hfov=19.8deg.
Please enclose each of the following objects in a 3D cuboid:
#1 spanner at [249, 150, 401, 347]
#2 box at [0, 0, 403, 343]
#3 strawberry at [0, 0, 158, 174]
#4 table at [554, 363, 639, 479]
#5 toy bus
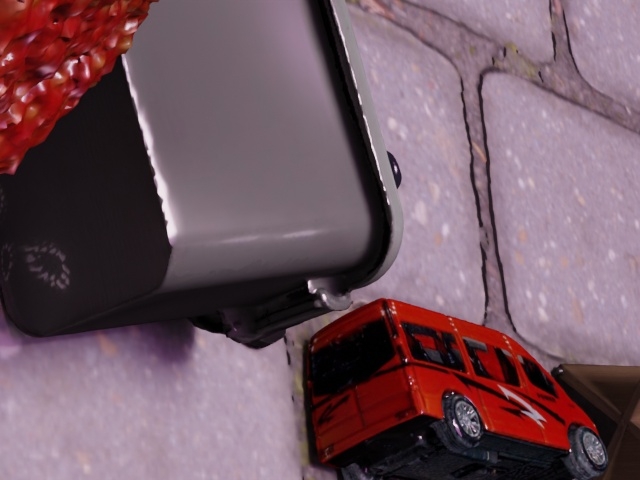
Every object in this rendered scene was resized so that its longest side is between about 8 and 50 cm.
[{"bbox_3d":[0.000,0.000,1.037,0.046,0.012,0.208,62,36,-12],"label":"spanner"},{"bbox_3d":[-0.080,-0.069,0.853,0.135,0.163,0.243,-9,82,-45],"label":"box"},{"bbox_3d":[-0.179,-0.133,0.659,0.288,0.250,0.238,-9,76,-28],"label":"strawberry"},{"bbox_3d":[0.273,0.122,1.230,0.227,0.167,0.167,5,70,-42],"label":"table"},{"bbox_3d":[0.080,0.098,1.041,0.195,0.081,0.089,18,50,-46],"label":"toy bus"}]
